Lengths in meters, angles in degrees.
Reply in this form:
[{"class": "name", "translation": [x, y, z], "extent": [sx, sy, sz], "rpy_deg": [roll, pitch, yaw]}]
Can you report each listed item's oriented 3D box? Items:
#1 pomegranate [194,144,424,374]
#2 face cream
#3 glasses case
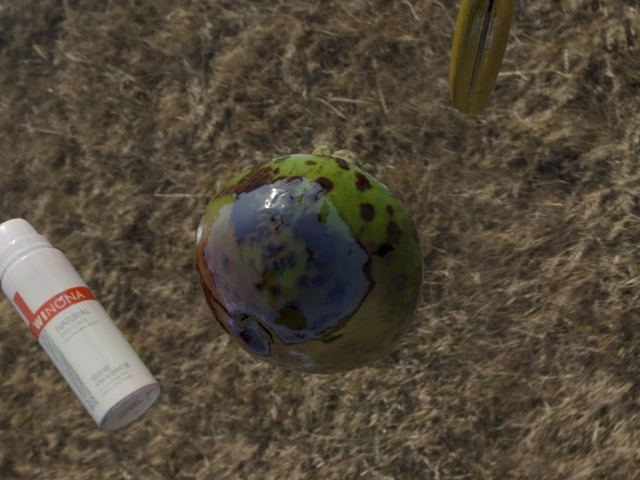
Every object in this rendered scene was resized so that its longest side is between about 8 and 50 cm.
[{"class": "pomegranate", "translation": [0.011, 0.014, 0.880], "extent": [0.242, 0.306, 0.242], "rpy_deg": [9, 110, 27]}, {"class": "face cream", "translation": [-0.361, 0.105, 1.148], "extent": [0.345, 0.102, 0.102], "rpy_deg": [47, 112, 18]}, {"class": "glasses case", "translation": [0.195, -0.248, 0.989], "extent": [0.064, 0.234, 0.079], "rpy_deg": [12, 58, 8]}]
